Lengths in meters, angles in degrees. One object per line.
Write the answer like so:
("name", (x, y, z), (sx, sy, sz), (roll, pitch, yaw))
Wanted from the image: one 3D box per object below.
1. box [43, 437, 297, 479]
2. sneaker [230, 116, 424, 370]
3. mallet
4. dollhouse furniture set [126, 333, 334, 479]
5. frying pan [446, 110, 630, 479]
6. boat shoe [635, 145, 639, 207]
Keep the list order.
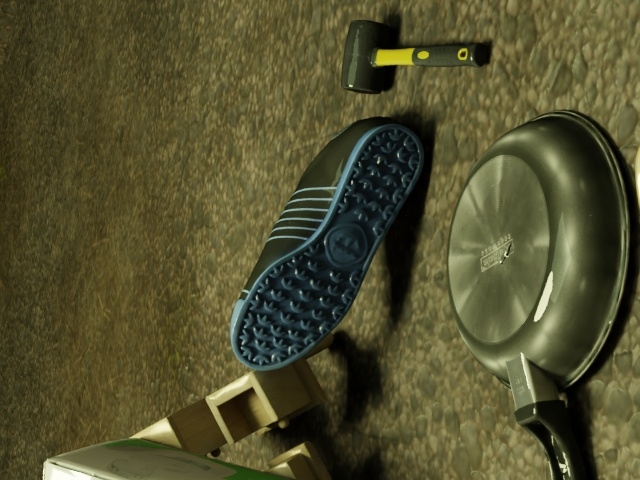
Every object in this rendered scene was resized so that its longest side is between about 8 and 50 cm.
("box", (-0.094, 0.299, 1.089), (0.261, 0.126, 0.231), (8, 96, 31))
("sneaker", (0.000, 0.000, 1.137), (0.232, 0.081, 0.090), (-54, 18, 0))
("mallet", (0.075, -0.158, 1.113), (0.189, 0.039, 0.062), (-2, 82, 60))
("dollhouse furniture set", (-0.026, 0.302, 1.248), (0.303, 0.173, 0.356), (-33, 84, 34))
("frying pan", (0.133, 0.072, 0.941), (0.197, 0.053, 0.326), (-173, 90, -66))
("boat shoe", (0.218, 0.016, 0.697), (0.059, 0.063, 0.170), (-17, 105, 53))
